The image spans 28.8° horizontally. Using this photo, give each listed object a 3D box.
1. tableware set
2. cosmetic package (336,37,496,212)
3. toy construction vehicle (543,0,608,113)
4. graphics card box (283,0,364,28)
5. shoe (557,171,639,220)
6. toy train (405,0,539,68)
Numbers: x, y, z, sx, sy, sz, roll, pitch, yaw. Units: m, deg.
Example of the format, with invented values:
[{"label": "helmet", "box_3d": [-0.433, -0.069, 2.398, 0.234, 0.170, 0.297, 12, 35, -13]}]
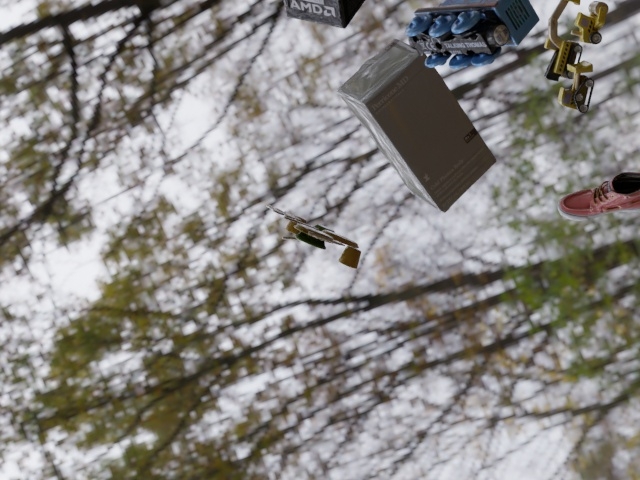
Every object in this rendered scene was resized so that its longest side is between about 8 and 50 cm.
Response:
[{"label": "tableware set", "box_3d": [0.000, 0.000, 1.392, 0.104, 0.024, 0.154, 20, -175, -26]}, {"label": "cosmetic package", "box_3d": [0.147, -0.173, 1.884, 0.238, 0.127, 0.107, 49, 174, -35]}, {"label": "toy construction vehicle", "box_3d": [0.226, -0.172, 1.128, 0.086, 0.035, 0.098, -102, 22, -72]}, {"label": "graphics card box", "box_3d": [0.020, -0.469, 1.484, 0.233, 0.094, 0.371, -59, -28, -34]}, {"label": "shoe", "box_3d": [0.528, -0.086, 2.318, 0.081, 0.178, 0.063, 63, -155, -58]}, {"label": "toy train", "box_3d": [0.191, -0.278, 1.618, 0.105, 0.184, 0.080, -46, -63, -20]}]
